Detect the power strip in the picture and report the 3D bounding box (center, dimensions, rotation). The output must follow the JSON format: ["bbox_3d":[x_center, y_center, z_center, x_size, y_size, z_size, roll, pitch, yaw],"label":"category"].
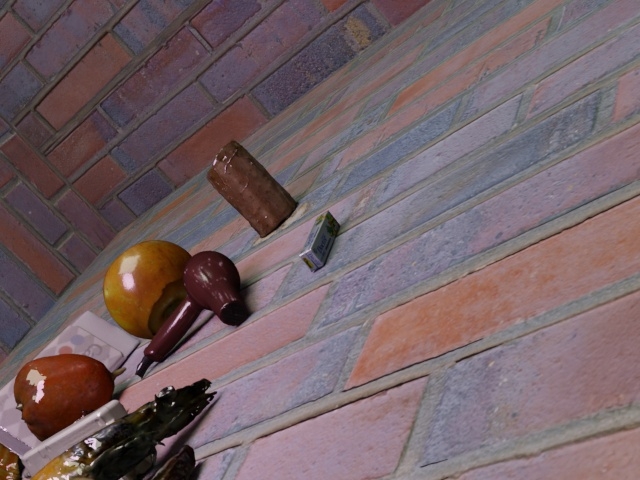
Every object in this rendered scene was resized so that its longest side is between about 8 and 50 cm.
[{"bbox_3d":[-0.469,0.404,1.609,0.338,0.098,0.058,-32,4,32],"label":"power strip"}]

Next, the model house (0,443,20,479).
[{"bbox_3d":[-0.806,0.532,1.977,0.239,0.173,0.268,14,51,33],"label":"model house"}]

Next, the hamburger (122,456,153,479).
[{"bbox_3d":[-0.338,0.362,1.448,0.054,0.084,0.121,-44,14,-1],"label":"hamburger"}]

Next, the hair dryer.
[{"bbox_3d":[-0.294,0.192,1.828,0.340,0.123,0.312,-51,25,6],"label":"hair dryer"}]

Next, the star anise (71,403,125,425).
[{"bbox_3d":[-0.492,0.402,1.758,0.191,0.070,0.097,-37,-11,22],"label":"star anise"}]

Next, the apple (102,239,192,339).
[{"bbox_3d":[-0.398,0.121,2.005,0.237,0.207,0.237,-33,-21,-14],"label":"apple"}]

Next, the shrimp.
[{"bbox_3d":[-0.292,0.349,1.287,0.272,0.085,0.445,2,28,36],"label":"shrimp"}]

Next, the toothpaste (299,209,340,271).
[{"bbox_3d":[0.000,0.000,1.674,0.034,0.046,0.164,-29,19,28],"label":"toothpaste"}]

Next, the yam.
[{"bbox_3d":[-0.182,-0.132,2.138,0.128,0.238,0.129,-41,7,27],"label":"yam"}]

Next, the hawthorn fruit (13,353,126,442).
[{"bbox_3d":[-0.559,0.340,1.892,0.251,0.199,0.199,-22,7,-24],"label":"hawthorn fruit"}]

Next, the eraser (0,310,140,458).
[{"bbox_3d":[-0.649,0.347,2.073,0.397,0.213,0.082,-51,-15,-44],"label":"eraser"}]
